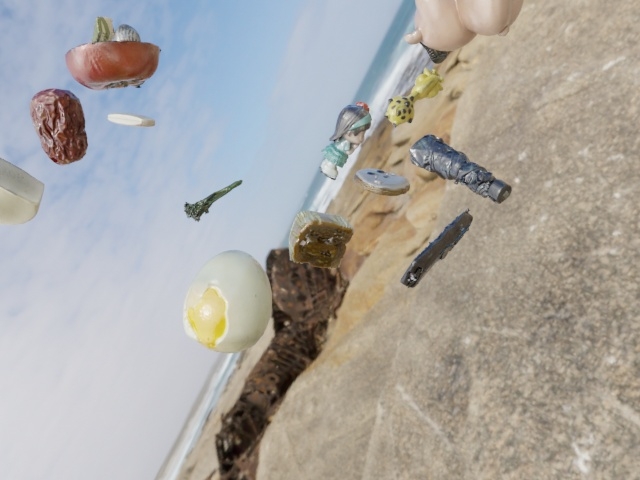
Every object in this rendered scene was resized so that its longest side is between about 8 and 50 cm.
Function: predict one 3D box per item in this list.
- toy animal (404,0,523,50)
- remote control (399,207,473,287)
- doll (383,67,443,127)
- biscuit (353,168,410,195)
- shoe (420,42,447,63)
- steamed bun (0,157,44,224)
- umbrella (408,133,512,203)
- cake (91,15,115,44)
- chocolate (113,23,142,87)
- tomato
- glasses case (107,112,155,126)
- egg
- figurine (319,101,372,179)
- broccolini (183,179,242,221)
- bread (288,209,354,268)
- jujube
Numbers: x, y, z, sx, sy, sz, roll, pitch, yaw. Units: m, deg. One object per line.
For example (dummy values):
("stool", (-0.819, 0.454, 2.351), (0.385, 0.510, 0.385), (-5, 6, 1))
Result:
("toy animal", (0.338, -0.534, 1.197), (0.210, 0.221, 0.229), (-39, -25, -37))
("remote control", (0.407, 0.027, 1.806), (0.399, 0.062, 0.145), (-38, -21, -39))
("doll", (0.340, -0.522, 1.927), (0.291, 0.117, 0.086), (-46, 11, -19))
("biscuit", (0.224, -0.223, 1.960), (0.181, 0.208, 0.049), (-29, -42, -52))
("shoe", (0.388, -0.723, 1.881), (0.074, 0.194, 0.077), (-23, 45, 23))
("steamed bun", (-1.029, -0.152, 1.686), (0.164, 0.241, 0.146), (-39, 40, 19))
("umbrella", (0.268, -0.132, 1.004), (0.080, 0.224, 0.071), (-36, -45, -13))
("cake", (-0.640, -0.590, 1.553), (0.140, 0.051, 0.055), (-36, 68, 55))
("chocolate", (-0.755, -0.735, 2.104), (0.110, 0.110, 0.248), (-111, 6, -84))
("tomato", (-0.485, -0.413, 1.265), (0.225, 0.225, 0.085), (-101, 1, -83))
("glasses case", (-0.749, -0.478, 2.096), (0.081, 0.204, 0.051), (-24, -57, -64))
("egg", (-0.293, 0.195, 1.718), (0.283, 0.283, 0.345), (126, 157, -67))
("figurine", (0.073, -0.318, 1.666), (0.245, 0.110, 0.138), (-59, 19, 25))
("broccolini", (-0.322, -0.122, 1.631), (0.201, 0.074, 0.058), (-27, -35, -14))
("bread", (-0.002, 0.000, 1.925), (0.110, 0.209, 0.192), (-114, 41, -59))
("jujube", (-0.804, -0.352, 1.644), (0.155, 0.155, 0.230), (-82, -21, -77))
